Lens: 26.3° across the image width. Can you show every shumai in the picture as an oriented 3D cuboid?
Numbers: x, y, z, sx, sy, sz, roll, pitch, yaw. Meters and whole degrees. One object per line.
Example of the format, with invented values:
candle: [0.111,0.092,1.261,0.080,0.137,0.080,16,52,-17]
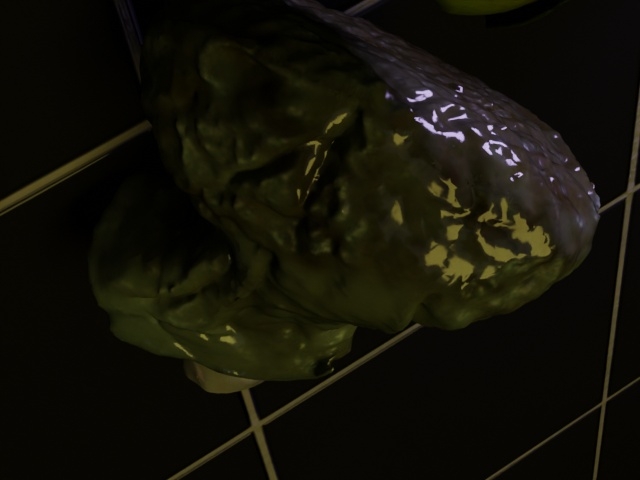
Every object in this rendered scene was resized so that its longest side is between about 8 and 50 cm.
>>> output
shumai: [0.000,0.000,0.962,0.288,0.330,0.292,-62,167,15]

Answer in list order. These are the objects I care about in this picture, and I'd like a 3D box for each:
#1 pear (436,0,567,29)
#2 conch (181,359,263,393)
pear: [0.029,-0.247,0.765,0.292,0.292,0.159,5,126,-48]
conch: [-0.081,0.064,1.208,0.104,0.094,0.176,-18,117,-9]
